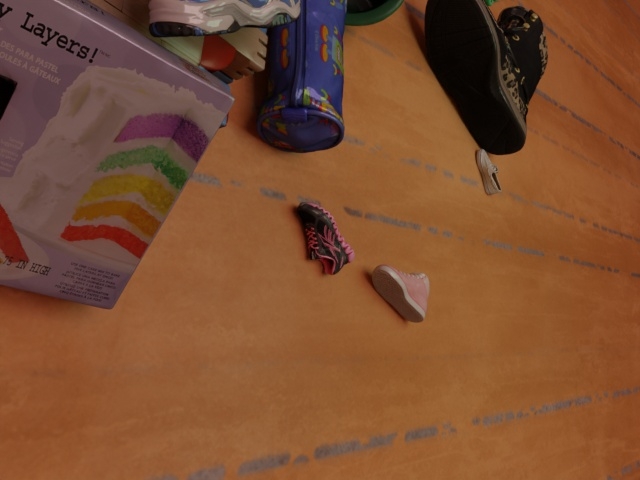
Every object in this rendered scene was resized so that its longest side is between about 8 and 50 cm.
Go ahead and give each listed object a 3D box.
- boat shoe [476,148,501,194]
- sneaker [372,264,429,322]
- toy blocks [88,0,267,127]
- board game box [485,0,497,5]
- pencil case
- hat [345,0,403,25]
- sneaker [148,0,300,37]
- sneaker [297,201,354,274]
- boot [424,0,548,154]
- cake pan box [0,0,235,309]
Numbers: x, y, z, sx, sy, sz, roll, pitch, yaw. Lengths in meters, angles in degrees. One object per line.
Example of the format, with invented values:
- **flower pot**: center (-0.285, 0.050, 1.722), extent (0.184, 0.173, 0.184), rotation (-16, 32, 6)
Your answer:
- **boat shoe**: center (0.358, -0.146, 1.177), extent (0.035, 0.035, 0.100), rotation (-18, 94, -45)
- **sneaker**: center (0.133, 0.068, 0.902), extent (0.134, 0.051, 0.070), rotation (48, 50, -30)
- **toy blocks**: center (-0.165, -0.270, 0.616), extent (0.261, 0.191, 0.380), rotation (25, 64, -51)
- **board game box**: center (0.468, -0.755, 1.268), extent (0.390, 0.050, 0.389), rotation (-35, 137, -43)
- **pencil case**: center (-0.023, -0.278, 0.768), extent (0.133, 0.120, 0.305), rotation (46, 44, -72)
- **hat**: center (0.063, -0.423, 0.956), extent (0.209, 0.183, 0.172), rotation (-5, 92, -2)
- **sneaker**: center (-0.080, -0.242, 0.527), extent (0.211, 0.080, 0.081), rotation (-45, 136, -56)
- **sneaker**: center (0.000, 0.000, 0.794), extent (0.057, 0.047, 0.119), rotation (-47, 113, -27)
- **boot**: center (0.360, -0.402, 1.162), extent (0.377, 0.138, 0.284), rotation (53, 51, -28)
- **cake pan box**: center (-0.243, -0.081, 0.452), extent (0.267, 0.070, 0.245), rotation (24, 106, -38)
